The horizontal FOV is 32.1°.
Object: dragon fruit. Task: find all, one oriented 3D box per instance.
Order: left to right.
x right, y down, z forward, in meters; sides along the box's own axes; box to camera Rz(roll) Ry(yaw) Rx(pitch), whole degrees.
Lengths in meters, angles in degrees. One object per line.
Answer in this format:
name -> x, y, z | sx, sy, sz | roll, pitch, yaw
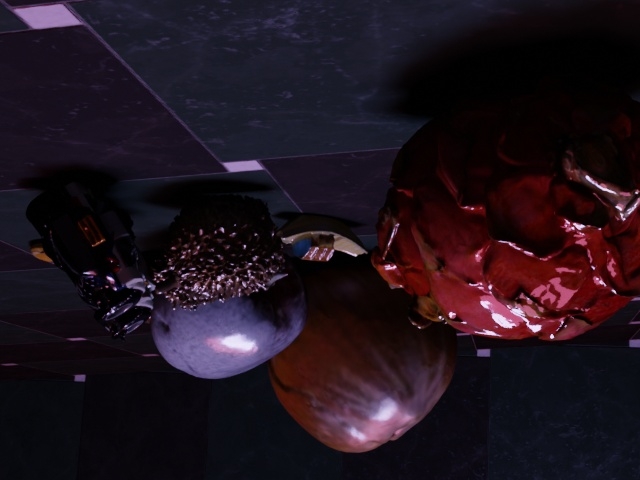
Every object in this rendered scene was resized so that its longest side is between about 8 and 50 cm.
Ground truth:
dragon fruit -> 0.208, -0.028, 1.120 | 0.277, 0.278, 0.342 | 3, 166, -22

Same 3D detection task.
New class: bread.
bread -> -0.421, 0.018, 1.817 | 0.110, 0.024, 0.110 | -2, 168, 0

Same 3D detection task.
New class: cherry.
cherry -> -0.148, 0.108, 1.802 | 0.255, 0.218, 0.296 | -6, 151, -50

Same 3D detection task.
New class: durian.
durian -> -0.147, 0.024, 1.522 | 0.196, 0.167, 0.196 | -36, 166, -10

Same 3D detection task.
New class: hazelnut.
hazelnut -> 0.070, 0.206, 2.033 | 0.372, 0.372, 0.315 | -11, 153, 37

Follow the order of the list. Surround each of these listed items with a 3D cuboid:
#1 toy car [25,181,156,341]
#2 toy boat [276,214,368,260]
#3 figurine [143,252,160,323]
toy car -> -0.295, 0.026, 1.499 | 0.118, 0.193, 0.301 | -31, 171, -13
toy boat -> 0.000, 0.000, 1.708 | 0.172, 0.066, 0.065 | 7, 162, -41
figurine -> -0.250, 0.101, 2.027 | 0.187, 0.168, 0.315 | 35, 169, 20
